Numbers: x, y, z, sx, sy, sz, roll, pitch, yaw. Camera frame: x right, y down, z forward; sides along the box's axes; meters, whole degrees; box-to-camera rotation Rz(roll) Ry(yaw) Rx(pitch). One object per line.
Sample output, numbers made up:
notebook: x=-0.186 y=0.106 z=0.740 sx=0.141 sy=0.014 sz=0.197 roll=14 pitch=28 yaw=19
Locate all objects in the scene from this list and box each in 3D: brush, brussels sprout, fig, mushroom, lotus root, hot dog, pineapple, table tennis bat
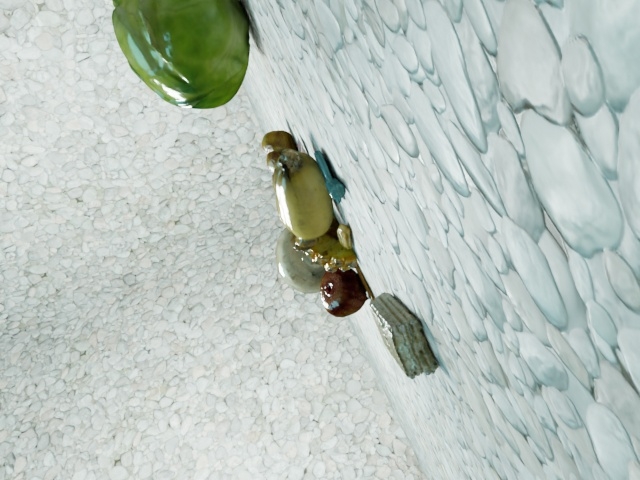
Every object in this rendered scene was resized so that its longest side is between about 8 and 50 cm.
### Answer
brush: x=0.142 y=0.162 z=1.748 sx=0.090 sy=0.017 sz=0.315 roll=77 pitch=169 yaw=-62
brussels sprout: x=-0.357 y=-0.528 z=1.758 sx=0.425 sy=0.342 sz=0.361 roll=-173 pitch=65 yaw=-85
fig: x=0.093 y=0.159 z=1.871 sx=0.201 sy=0.133 sz=0.146 roll=29 pitch=-123 yaw=-42
mushroom: x=-0.019 y=0.044 z=2.125 sx=0.243 sy=0.243 sz=0.244 roll=155 pitch=90 yaw=-87
lotus root: x=-0.041 y=-0.106 z=1.638 sx=0.146 sy=0.130 sz=0.304 roll=43 pitch=153 yaw=41
hot dog: x=0.060 y=-0.012 z=1.628 sx=0.044 sy=0.028 sz=0.137 roll=37 pitch=170 yaw=17
pineapple: x=0.000 y=0.001 z=1.784 sx=0.080 sy=0.135 sz=0.233 roll=70 pitch=176 yaw=-49
table tennis bat: x=0.021 y=-0.126 z=1.401 sx=0.201 sy=0.033 sz=0.124 roll=-116 pitch=0 yaw=-70

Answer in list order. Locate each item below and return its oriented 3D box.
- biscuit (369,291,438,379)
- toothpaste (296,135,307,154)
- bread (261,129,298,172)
biscuit: x=0.149 y=0.175 z=1.246 sx=0.239 sy=0.061 sz=0.108 roll=-133 pitch=18 yaw=-79
toothpaste: x=-0.034 y=-0.189 z=1.806 sx=0.067 sy=0.042 sz=0.195 roll=-114 pitch=6 yaw=-61
bread: x=-0.075 y=-0.179 z=2.014 sx=0.084 sy=0.124 sz=0.344 roll=-21 pitch=93 yaw=57
